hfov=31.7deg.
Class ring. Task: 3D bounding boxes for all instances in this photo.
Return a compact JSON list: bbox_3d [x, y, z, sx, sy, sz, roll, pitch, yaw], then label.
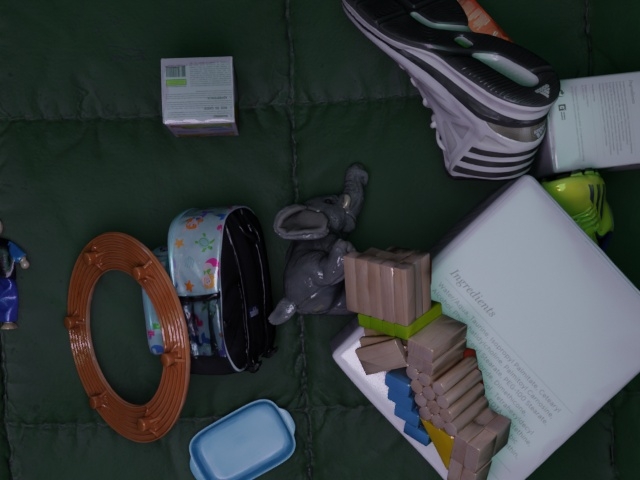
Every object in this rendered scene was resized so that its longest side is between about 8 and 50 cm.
[{"bbox_3d":[-0.315,0.154,1.768,0.032,0.336,0.336,-12,89,-42],"label":"ring"}]

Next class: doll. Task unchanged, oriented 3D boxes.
[{"bbox_3d":[-0.549,0.054,1.878,0.129,0.046,0.189,-2,89,-2],"label":"doll"}]

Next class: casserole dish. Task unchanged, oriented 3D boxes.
[{"bbox_3d":[-0.130,0.341,1.884,0.188,0.037,0.114,-29,90,-1],"label":"casserole dish"}]

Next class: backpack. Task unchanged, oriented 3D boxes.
[{"bbox_3d":[-0.173,0.069,1.790,0.191,0.225,0.253,2,100,16],"label":"backpack"}]

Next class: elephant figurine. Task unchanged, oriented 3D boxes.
[{"bbox_3d":[0.000,0.000,1.838,0.186,0.169,0.239,6,46,-33],"label":"elephant figurine"}]

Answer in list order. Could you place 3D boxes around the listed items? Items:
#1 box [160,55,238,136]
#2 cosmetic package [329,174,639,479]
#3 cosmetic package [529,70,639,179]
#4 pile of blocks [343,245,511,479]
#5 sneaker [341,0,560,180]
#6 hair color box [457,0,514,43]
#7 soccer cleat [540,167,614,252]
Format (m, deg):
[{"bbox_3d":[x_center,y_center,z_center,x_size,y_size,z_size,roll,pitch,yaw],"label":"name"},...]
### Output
[{"bbox_3d":[-0.190,-0.228,1.811,0.114,0.203,0.103,-2,89,-3],"label":"box"},{"bbox_3d":[0.262,0.153,1.748,0.393,0.329,0.327,-43,88,0],"label":"cosmetic package"},{"bbox_3d":[0.531,-0.196,1.828,0.365,0.197,0.155,-5,89,0],"label":"cosmetic package"},{"bbox_3d":[0.150,0.162,1.546,0.112,0.149,0.362,-29,99,-43],"label":"pile of blocks"},{"bbox_3d":[0.178,-0.247,1.837,0.169,0.257,0.447,-27,54,-29],"label":"sneaker"},{"bbox_3d":[0.265,-0.353,1.887,0.043,0.072,0.141,-43,89,-2],"label":"hair color box"},{"bbox_3d":[0.414,-0.037,1.780,0.093,0.289,0.121,-10,76,21],"label":"soccer cleat"}]
